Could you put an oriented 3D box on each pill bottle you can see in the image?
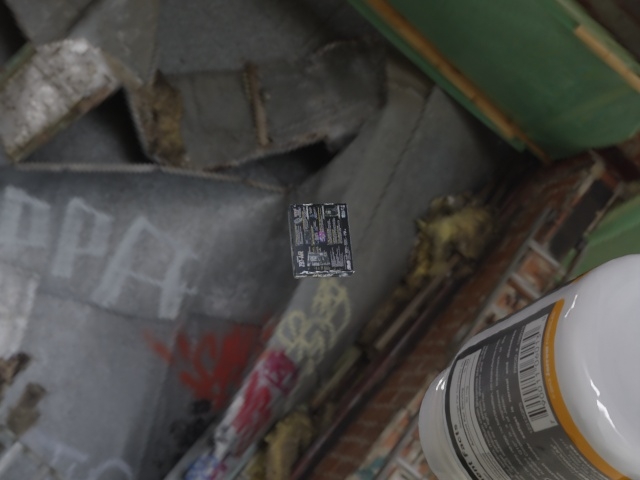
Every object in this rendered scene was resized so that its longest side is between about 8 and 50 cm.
[{"bbox_3d":[0.189,0.123,0.828,0.162,0.162,0.278,41,-26,-1],"label":"pill bottle"}]

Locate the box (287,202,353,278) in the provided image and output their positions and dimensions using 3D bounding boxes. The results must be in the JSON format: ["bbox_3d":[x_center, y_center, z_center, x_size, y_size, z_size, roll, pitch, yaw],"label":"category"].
[{"bbox_3d":[0.000,0.000,1.221,0.067,0.083,0.018,-2,-18,-12],"label":"box"}]
